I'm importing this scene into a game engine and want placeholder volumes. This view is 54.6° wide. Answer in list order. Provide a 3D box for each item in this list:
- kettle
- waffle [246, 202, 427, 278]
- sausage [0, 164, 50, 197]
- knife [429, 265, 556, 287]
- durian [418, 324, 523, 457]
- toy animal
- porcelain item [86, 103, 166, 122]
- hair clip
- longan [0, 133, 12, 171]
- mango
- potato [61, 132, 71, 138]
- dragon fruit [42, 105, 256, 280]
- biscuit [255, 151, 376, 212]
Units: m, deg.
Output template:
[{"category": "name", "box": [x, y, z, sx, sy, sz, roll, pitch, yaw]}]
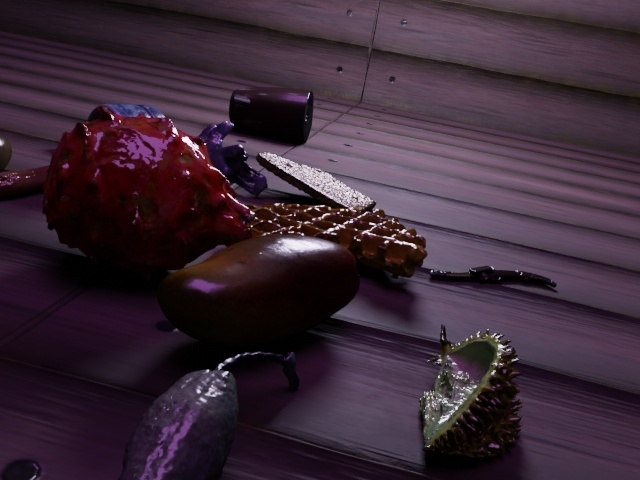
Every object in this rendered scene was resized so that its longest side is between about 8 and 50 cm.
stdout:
[{"category": "kettle", "box": [-0.142, -0.370, 1.790, 0.232, 0.144, 0.202, 10, 0, 7]}, {"category": "waffle", "box": [0.000, 0.000, 0.944, 0.293, 0.069, 0.260, 1, 19, -16]}, {"category": "sausage", "box": [-0.473, -0.100, 1.017, 0.043, 0.043, 0.186, 18, 21, 20]}, {"category": "knife", "box": [0.272, 0.053, 0.992, 0.222, 0.021, 0.045, 6, 23, -15]}, {"category": "durian", "box": [0.150, 0.141, 0.619, 0.100, 0.086, 0.215, 1, 19, 16]}, {"category": "toy animal", "box": [-0.085, 0.137, 0.500, 0.070, 0.079, 0.253, 16, 20, 14]}, {"category": "porcelain item", "box": [-0.342, -0.172, 1.121, 0.147, 0.147, 0.114, 24, 23, 34]}, {"category": "hair clip", "box": [-0.207, -0.177, 1.258, 0.278, 0.137, 0.090, 32, -7, 44]}, {"category": "longan", "box": [-0.568, -0.147, 1.021, 0.113, 0.092, 0.113, -2, 13, 0]}, {"category": "mango", "box": [-0.064, 0.053, 0.691, 0.267, 0.111, 0.133, -11, 44, -47]}, {"category": "potato", "box": [-0.490, -0.200, 1.276, 0.092, 0.046, 0.045, 7, 53, 18]}, {"category": "dragon fruit", "box": [-0.212, -0.053, 0.789, 0.268, 0.205, 0.210, 16, -7, -4]}, {"category": "biscuit", "box": [-0.009, -0.115, 1.235, 0.237, 0.026, 0.131, 31, 21, 15]}]
